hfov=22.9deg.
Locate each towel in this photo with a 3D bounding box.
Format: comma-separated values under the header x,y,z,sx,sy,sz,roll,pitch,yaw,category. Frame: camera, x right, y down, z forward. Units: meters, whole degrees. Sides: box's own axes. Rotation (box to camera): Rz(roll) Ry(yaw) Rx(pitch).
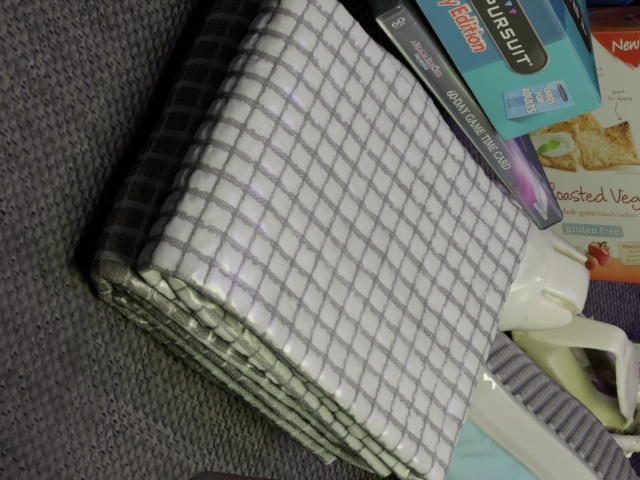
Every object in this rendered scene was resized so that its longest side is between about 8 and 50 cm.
x,y,z,sx,sy,sz,roll,pitch,yaw,category
0.000,0.000,1.033,0.283,0.121,0.235,43,57,-35,towel

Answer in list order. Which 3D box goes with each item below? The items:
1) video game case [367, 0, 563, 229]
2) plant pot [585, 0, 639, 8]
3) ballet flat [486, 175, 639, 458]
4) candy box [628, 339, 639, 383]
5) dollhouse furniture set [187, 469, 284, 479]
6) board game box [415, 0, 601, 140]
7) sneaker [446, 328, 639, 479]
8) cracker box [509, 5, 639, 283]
x,y,z,sx,sy,sz,roll,pitch,yaw,category
0.088,-0.149,1.151,0.274,0.026,0.196,46,21,-47,video game case
0.340,-0.195,1.397,0.212,0.236,0.236,47,48,-6,plant pot
0.179,0.059,1.297,0.409,0.147,0.147,51,53,-43,ballet flat
0.395,0.169,1.581,0.196,0.165,0.070,41,59,-48,candy box
-0.092,0.318,0.709,0.256,0.394,0.362,-27,115,-50,dollhouse furniture set
0.101,-0.278,1.092,0.254,0.079,0.336,50,29,-44,board game box
0.155,0.198,1.258,0.366,0.150,0.135,46,21,-28,sneaker
0.235,-0.080,1.342,0.067,0.155,0.232,-38,122,-46,cracker box
